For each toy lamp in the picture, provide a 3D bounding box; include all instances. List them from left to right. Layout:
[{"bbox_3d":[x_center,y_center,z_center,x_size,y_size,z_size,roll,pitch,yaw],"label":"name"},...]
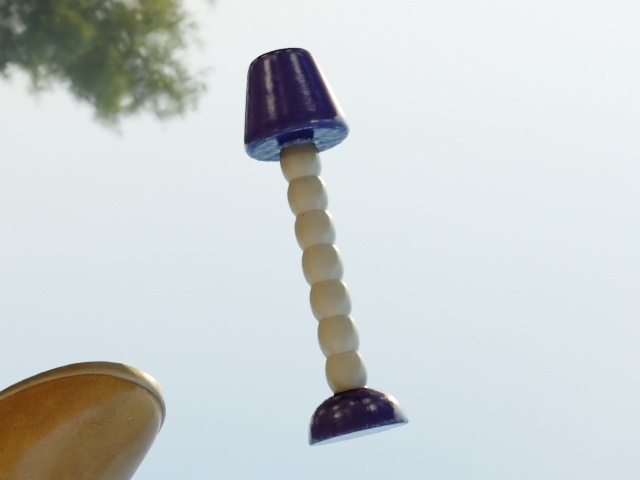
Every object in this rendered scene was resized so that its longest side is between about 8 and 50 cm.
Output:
[{"bbox_3d":[0.000,0.000,0.948,0.080,0.275,0.080,-13,169,-2],"label":"toy lamp"}]

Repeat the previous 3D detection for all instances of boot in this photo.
[{"bbox_3d":[-0.179,0.214,0.683,0.295,0.104,0.211,-40,-144,20],"label":"boot"}]
